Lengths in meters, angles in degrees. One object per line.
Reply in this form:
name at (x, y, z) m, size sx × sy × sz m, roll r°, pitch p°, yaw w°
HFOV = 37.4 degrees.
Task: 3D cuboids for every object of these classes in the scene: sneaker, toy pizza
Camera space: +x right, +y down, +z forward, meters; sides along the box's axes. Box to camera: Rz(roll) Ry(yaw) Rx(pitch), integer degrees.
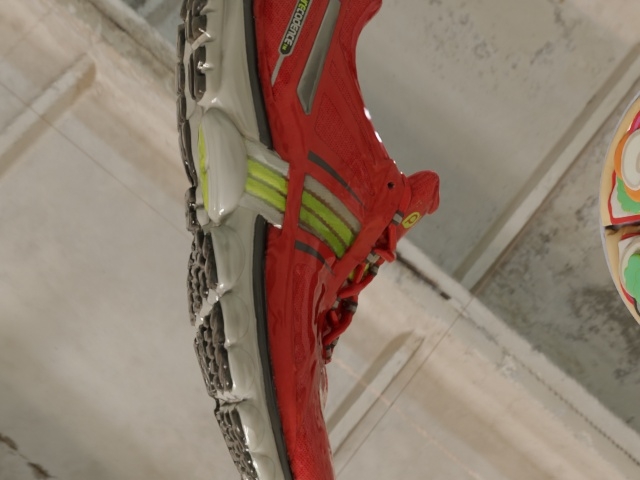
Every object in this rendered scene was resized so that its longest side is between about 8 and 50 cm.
sneaker at (0.000, 0.000, 0.438) m, size 0.118 × 0.107 × 0.278 m, roll -3°, pitch -91°, yaw -14°
toy pizza at (0.238, -0.018, 0.592) m, size 0.032 × 0.201 × 0.201 m, roll -4°, pitch -107°, yaw -25°
